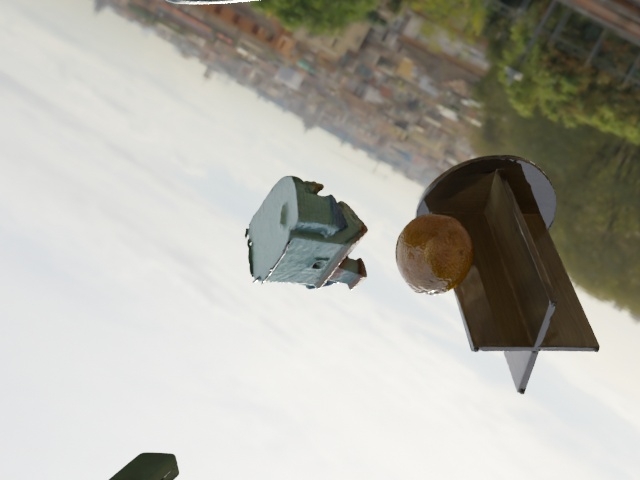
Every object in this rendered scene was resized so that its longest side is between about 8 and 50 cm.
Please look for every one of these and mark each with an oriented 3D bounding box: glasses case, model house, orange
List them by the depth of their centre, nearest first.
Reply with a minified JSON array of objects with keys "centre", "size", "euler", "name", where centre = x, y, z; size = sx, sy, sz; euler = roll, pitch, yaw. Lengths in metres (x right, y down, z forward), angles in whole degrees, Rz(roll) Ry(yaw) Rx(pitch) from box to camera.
[{"centre":[0.114,0.014,1.033],"size":[0.085,0.085,0.085],"euler":[28,-175,-3],"name":"orange"},{"centre":[0.000,0.000,1.298],"size":[0.148,0.148,0.119],"euler":[16,-134,-25],"name":"model house"},{"centre":[-0.307,0.402,1.653],"size":[0.077,0.039,0.184],"euler":[-3,-163,28],"name":"glasses case"}]

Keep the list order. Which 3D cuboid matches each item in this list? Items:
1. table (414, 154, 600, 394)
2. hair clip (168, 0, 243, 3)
[{"centre":[0.203,0.039,1.106],"size":[0.167,0.167,0.227],"euler":[26,-148,-26],"name":"table"},{"centre":[-0.004,-0.236,0.854],"size":[0.048,0.275,0.083],"euler":[51,158,30],"name":"hair clip"}]
